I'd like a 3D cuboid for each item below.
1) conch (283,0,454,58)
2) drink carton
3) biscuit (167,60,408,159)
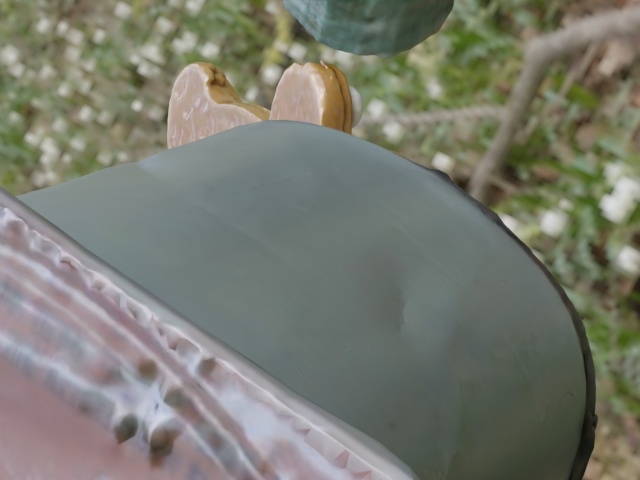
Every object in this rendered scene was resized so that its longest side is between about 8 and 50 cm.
[{"bbox_3d":[0.012,-0.278,1.368,0.220,0.277,0.195,-49,0,12],"label":"conch"},{"bbox_3d":[-0.044,0.059,0.446,0.189,0.185,0.191,-32,-30,-63],"label":"drink carton"},{"bbox_3d":[-0.015,-0.009,1.260,0.340,0.047,0.216,8,97,59],"label":"biscuit"}]
